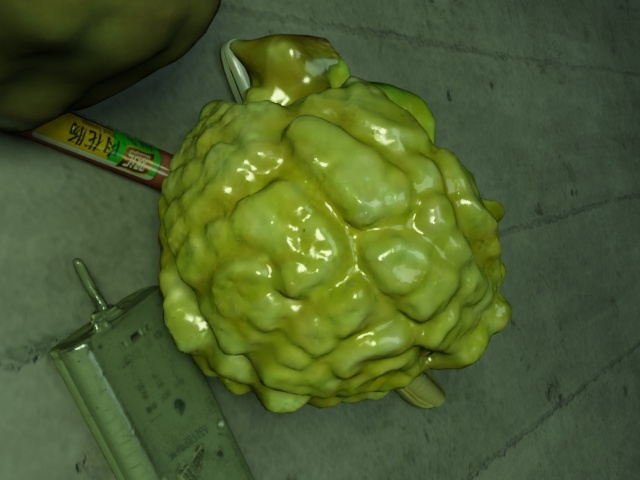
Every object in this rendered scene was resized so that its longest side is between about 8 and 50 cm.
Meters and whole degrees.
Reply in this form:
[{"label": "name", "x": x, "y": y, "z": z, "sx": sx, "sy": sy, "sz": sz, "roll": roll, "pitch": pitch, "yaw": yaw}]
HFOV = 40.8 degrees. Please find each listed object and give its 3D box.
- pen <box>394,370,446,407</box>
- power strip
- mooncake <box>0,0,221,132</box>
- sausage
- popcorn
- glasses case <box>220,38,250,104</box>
[{"label": "pen", "x": 0.052, "y": 0.102, "z": 0.816, "sx": 0.233, "sy": 0.032, "sz": 0.040, "roll": 43, "pitch": 70, "yaw": -36}, {"label": "power strip", "x": -0.105, "y": 0.131, "z": 0.584, "sx": 0.092, "sy": 0.034, "sz": 0.268, "roll": -41, "pitch": 112, "yaw": -51}, {"label": "mooncake", "x": -0.184, "y": -0.203, "z": 0.460, "sx": 0.290, "sy": 0.161, "sz": 0.291, "roll": 33, "pitch": 43, "yaw": -38}, {"label": "sausage", "x": -0.154, "y": -0.067, "z": 0.588, "sx": 0.223, "sy": 0.029, "sz": 0.030, "roll": 22, "pitch": 61, "yaw": -49}, {"label": "popcorn", "x": 0.000, "y": 0.000, "z": 0.588, "sx": 0.258, "sy": 0.223, "sz": 0.271, "roll": -114, "pitch": -172, "yaw": -59}, {"label": "glasses case", "x": -0.062, "y": -0.133, "z": 0.743, "sx": 0.032, "sy": 0.021, "sz": 0.083, "roll": -37, "pitch": 109, "yaw": -54}]
